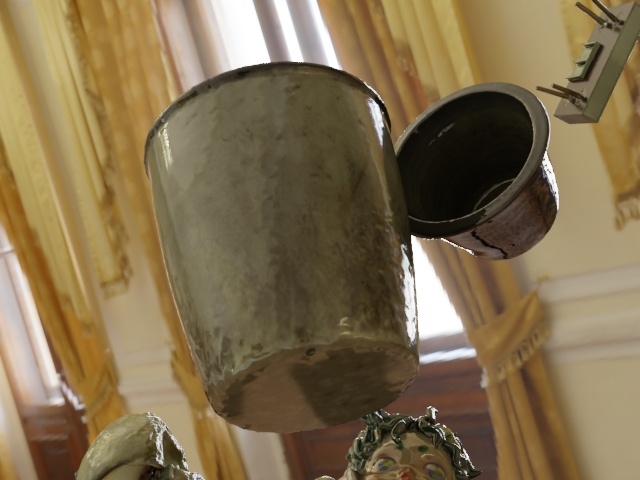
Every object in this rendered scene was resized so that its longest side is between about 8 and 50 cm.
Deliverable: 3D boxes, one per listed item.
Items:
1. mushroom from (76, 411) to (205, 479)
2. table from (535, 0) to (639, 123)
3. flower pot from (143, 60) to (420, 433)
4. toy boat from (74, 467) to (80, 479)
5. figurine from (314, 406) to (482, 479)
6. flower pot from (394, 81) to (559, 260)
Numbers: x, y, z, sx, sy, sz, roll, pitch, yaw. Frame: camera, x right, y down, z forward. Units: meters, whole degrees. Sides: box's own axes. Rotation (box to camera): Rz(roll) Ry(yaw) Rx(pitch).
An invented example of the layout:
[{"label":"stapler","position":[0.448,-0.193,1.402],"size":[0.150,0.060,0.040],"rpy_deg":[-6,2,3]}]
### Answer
[{"label":"mushroom","position":[-0.280,0.384,1.444],"size":[0.190,0.267,0.164],"rpy_deg":[-29,36,1]},{"label":"table","position":[0.521,-0.359,1.838],"size":[0.111,0.240,0.121],"rpy_deg":[25,0,-14]},{"label":"flower pot","position":[-0.037,0.021,1.027],"size":[0.294,0.330,0.293],"rpy_deg":[-7,-32,-5]},{"label":"toy boat","position":[-0.362,0.382,1.618],"size":[0.140,0.066,0.059],"rpy_deg":[-46,11,-14]},{"label":"figurine","position":[0.107,0.385,1.258],"size":[0.261,0.186,0.382],"rpy_deg":[19,37,-1]},{"label":"flower pot","position":[0.214,-0.068,1.208],"size":[0.235,0.235,0.148],"rpy_deg":[-15,-42,35]}]
